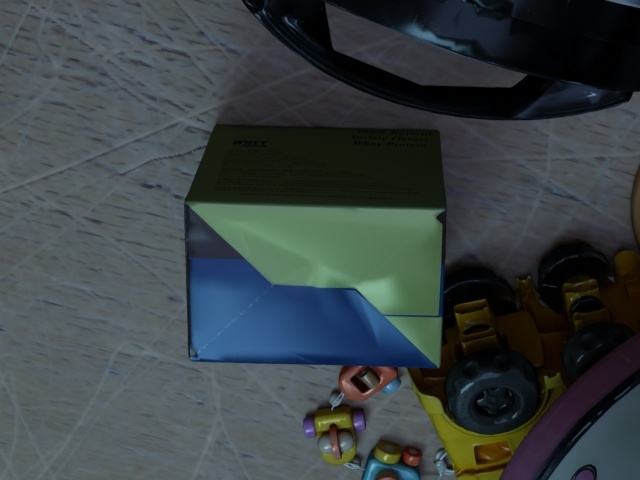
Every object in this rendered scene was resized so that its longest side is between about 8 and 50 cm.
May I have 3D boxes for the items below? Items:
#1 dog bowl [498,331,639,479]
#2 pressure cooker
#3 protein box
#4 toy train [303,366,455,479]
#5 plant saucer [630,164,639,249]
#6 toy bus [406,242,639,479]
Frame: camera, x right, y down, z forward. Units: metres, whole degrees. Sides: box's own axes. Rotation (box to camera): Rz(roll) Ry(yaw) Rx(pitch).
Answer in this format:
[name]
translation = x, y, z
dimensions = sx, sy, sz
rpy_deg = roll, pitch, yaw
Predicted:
[dog bowl]
translation = 0.306, 0.227, 1.286
dimensions = 0.408, 0.150, 0.408
rpy_deg = -21, 133, -24
[pressure cooker]
translation = 0.139, -0.284, 1.077
dimensions = 0.370, 0.375, 0.420
rpy_deg = 27, 112, 19
[protein box]
translation = 0.000, 0.000, 1.273
dimensions = 0.200, 0.201, 0.136
rpy_deg = 2, 111, 2
[toy train]
translation = 0.056, 0.177, 1.423
dimensions = 0.125, 0.046, 0.166
rpy_deg = -34, 106, 15
[plant saucer]
translation = 0.368, -0.027, 1.335
dimensions = 0.200, 0.037, 0.200
rpy_deg = 1, 111, 2
[toy bus]
translation = 0.198, 0.133, 1.358
dimensions = 0.220, 0.149, 0.211
rpy_deg = -15, 123, 5
